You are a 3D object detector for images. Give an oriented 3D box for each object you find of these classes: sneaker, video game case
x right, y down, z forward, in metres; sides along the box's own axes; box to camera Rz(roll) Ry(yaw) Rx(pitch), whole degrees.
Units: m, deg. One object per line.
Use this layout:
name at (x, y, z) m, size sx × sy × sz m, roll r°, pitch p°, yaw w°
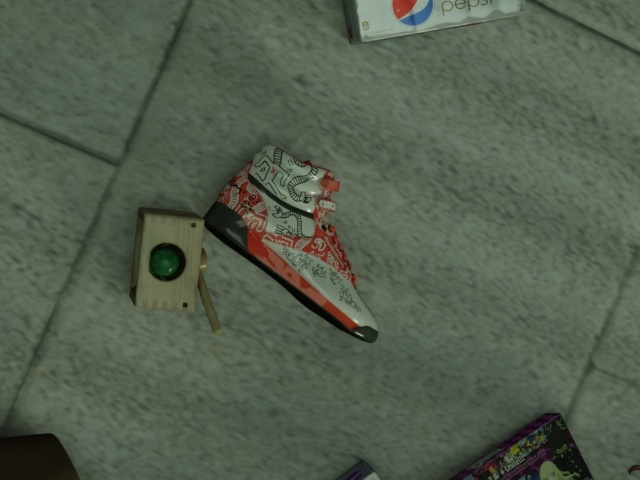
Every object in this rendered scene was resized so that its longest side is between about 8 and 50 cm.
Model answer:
sneaker at (0.000, 0.000, 1.713) m, size 0.270 × 0.090 × 0.145 m, roll 38°, pitch 80°, yaw -16°
video game case at (0.258, 0.367, 1.786) m, size 0.232 × 0.042 × 0.210 m, roll -30°, pitch 96°, yaw -23°

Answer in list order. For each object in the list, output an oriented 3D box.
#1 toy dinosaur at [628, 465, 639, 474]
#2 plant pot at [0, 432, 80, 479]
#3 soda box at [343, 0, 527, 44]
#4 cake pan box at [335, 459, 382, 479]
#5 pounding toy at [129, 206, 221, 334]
toy dinosaur at (0.469, 0.315, 1.870) m, size 0.090 × 0.047 × 0.082 m, roll -23°, pitch 111°, yaw 25°
plant pot at (-0.395, 0.319, 1.623) m, size 0.230 × 0.215 × 0.215 m, roll -25°, pitch 99°, yaw -23°
soda box at (0.139, -0.295, 1.726) m, size 0.216 × 0.069 × 0.074 m, roll -11°, pitch 96°, yaw -11°
cake pan box at (0.029, 0.448, 1.771) m, size 0.266 × 0.070 × 0.246 m, roll -34°, pitch 102°, yaw -7°
pounding toy at (-0.168, 0.034, 1.658) m, size 0.100 × 0.141 × 0.130 m, roll 5°, pitch 94°, yaw -12°
